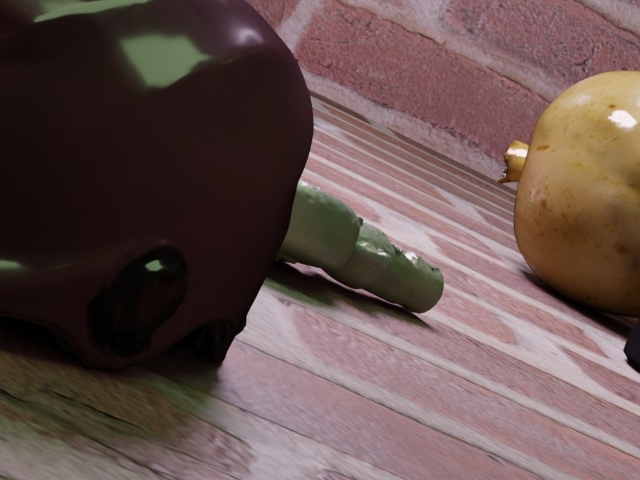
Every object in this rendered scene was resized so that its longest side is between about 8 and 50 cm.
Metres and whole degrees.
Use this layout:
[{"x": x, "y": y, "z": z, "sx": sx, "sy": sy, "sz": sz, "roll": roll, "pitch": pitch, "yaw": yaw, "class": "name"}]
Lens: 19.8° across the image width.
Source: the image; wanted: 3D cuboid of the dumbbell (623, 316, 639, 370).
[{"x": 0.421, "y": 0.058, "z": 1.875, "sx": 0.152, "sy": 0.218, "sz": 0.152, "roll": 26, "pitch": 7, "yaw": -3, "class": "dumbbell"}]

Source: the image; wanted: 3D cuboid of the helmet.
[{"x": -0.137, "y": -0.071, "z": 0.958, "sx": 0.271, "sy": 0.197, "sz": 0.338, "roll": 35, "pitch": 10, "yaw": 31, "class": "helmet"}]

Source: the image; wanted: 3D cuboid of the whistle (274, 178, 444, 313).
[{"x": 0.000, "y": 0.000, "z": 1.430, "sx": 0.258, "sy": 0.067, "sz": 0.126, "roll": 26, "pitch": -6, "yaw": -41, "class": "whistle"}]

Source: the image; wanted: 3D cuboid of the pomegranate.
[{"x": 0.362, "y": -0.052, "z": 2.192, "sx": 0.319, "sy": 0.319, "sz": 0.319, "roll": 26, "pitch": 8, "yaw": -4, "class": "pomegranate"}]
